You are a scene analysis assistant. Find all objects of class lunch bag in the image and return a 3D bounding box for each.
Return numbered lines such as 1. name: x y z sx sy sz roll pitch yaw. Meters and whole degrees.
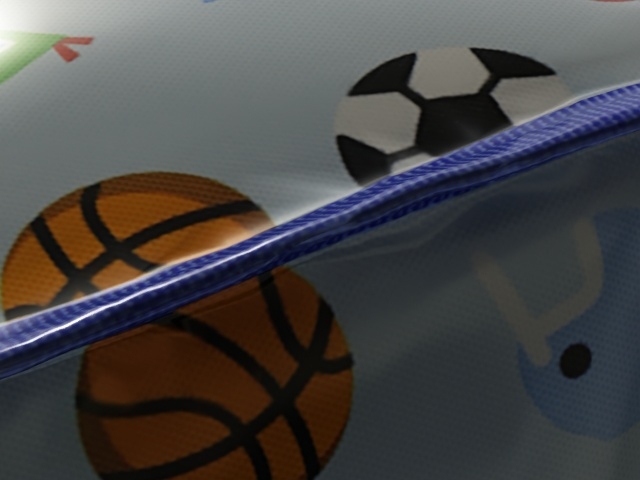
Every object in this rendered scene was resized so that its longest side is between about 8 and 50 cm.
1. lunch bag: 0.000 0.000 0.527 0.385 0.328 0.239 -23 -55 -18
